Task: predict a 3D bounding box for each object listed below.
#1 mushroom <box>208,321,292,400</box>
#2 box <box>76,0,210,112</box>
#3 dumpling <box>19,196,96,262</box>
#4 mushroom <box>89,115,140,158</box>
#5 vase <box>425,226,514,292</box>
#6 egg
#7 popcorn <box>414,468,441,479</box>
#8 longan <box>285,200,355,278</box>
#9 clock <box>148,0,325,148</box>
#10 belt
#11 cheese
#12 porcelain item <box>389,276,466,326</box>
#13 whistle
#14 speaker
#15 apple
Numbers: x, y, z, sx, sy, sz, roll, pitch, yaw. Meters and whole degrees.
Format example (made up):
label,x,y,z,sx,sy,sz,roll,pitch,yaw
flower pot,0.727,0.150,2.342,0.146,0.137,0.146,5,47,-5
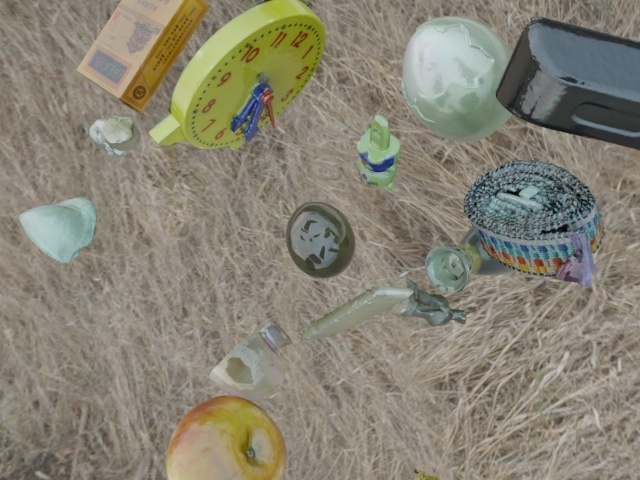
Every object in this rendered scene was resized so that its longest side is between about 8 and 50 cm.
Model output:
label,x,y,z,sx,sy,sz,roll,pitch,yaw
mushroom,-0.165,0.342,1.598,0.236,0.173,0.162,-42,84,-10
box,-0.380,-0.431,1.280,0.174,0.076,0.274,34,91,32
dumpling,-0.602,-0.030,1.390,0.216,0.149,0.105,28,125,28
mushroom,-0.456,-0.240,1.348,0.099,0.096,0.278,-49,27,-10
vase,0.407,0.029,1.522,0.173,0.321,0.173,19,117,43
egg,0.342,-0.411,1.508,0.278,0.336,0.278,-33,39,32
popcorn,0.140,0.332,0.736,0.084,0.084,0.084,-2,86,24
longan,0.000,0.000,1.638,0.196,0.196,0.220,-17,102,22
clock,-0.103,-0.240,0.934,0.071,0.277,0.293,49,119,12
belt,0.450,-0.039,1.234,0.207,0.160,0.295,-50,38,-16
cheese,0.058,0.159,1.256,0.400,0.085,0.034,138,126,-58
porcelain item,0.257,0.157,1.367,0.069,0.215,0.081,-38,40,42
whistle,0.124,-0.186,1.283,0.085,0.227,0.105,-39,69,-15
speaker,0.515,-0.228,1.037,0.388,0.180,0.184,15,54,4
apple,-0.213,0.500,1.366,0.233,0.286,0.286,-38,72,36
